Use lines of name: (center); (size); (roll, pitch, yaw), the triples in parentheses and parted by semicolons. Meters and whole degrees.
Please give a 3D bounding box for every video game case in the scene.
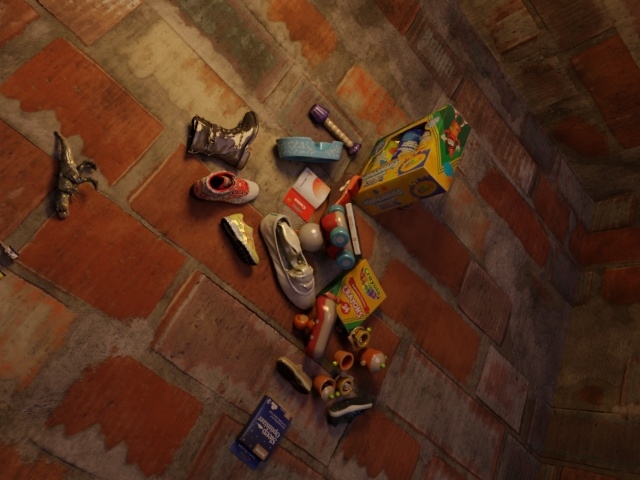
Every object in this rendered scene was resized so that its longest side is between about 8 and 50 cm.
video game case: (0.141, -0.040, 1.974); (0.026, 0.227, 0.206); (-11, 86, 6)

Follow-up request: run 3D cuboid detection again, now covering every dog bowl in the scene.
dog bowl: (-0.042, -0.362, 1.919); (0.297, 0.166, 0.074); (-1, 93, -38)

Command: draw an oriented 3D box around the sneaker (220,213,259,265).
sneaker: (-0.269, -0.008, 1.717); (0.094, 0.081, 0.208); (-35, 101, -39)

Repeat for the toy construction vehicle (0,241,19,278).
toy construction vehicle: (-0.870, 0.047, 1.284); (0.086, 0.035, 0.098); (-47, 106, -22)

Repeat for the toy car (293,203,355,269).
toy car: (0.000, 0.000, 1.876); (0.219, 0.238, 0.210); (-93, 169, -57)

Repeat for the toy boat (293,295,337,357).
toy boat: (-0.029, 0.320, 1.802); (0.151, 0.151, 0.231); (18, 88, 9)

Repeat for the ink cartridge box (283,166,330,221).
ink cartridge box: (-0.054, -0.189, 1.941); (0.145, 0.045, 0.179); (42, 56, -22)

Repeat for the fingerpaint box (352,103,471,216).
fingerpaint box: (0.375, -0.334, 2.042); (0.163, 0.445, 0.371); (40, 60, -23)

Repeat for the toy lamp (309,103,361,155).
toy lamp: (0.062, -0.483, 2.071); (0.275, 0.080, 0.080); (42, 58, -25)

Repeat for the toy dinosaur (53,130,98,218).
toy dinosaur: (-0.731, -0.199, 1.422); (0.118, 0.064, 0.268); (2, 76, -30)

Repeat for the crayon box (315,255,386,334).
crayon box: (0.147, 0.218, 1.983); (0.318, 0.081, 0.202); (-39, 104, -36)

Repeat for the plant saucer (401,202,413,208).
plant saucer: (0.387, -0.232, 2.292); (0.169, 0.029, 0.168); (9, 76, -36)

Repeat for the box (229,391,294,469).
box: (-0.200, 0.664, 1.656); (0.136, 0.037, 0.225); (49, 57, -19)

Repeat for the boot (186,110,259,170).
boot: (-0.355, -0.397, 1.727); (0.229, 0.091, 0.262); (23, 70, -32)

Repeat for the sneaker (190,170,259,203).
sneaker: (-0.307, -0.187, 1.683); (0.270, 0.145, 0.090); (-4, 83, -38)

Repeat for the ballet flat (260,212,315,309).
ballet flat: (-0.104, 0.081, 1.790); (0.139, 0.139, 0.400); (-29, 98, -37)

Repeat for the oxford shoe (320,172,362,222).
oxford shoe: (0.069, -0.174, 2.017); (0.271, 0.098, 0.097); (-53, 150, -19)

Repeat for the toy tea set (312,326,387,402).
toy tea set: (0.129, 0.506, 1.841); (0.336, 0.124, 0.200); (-46, 126, -22)

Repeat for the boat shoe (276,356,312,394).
boat shoe: (-0.094, 0.486, 1.762); (0.190, 0.068, 0.072); (57, 41, -26)

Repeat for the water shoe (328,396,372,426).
water shoe: (0.114, 0.678, 1.881); (0.203, 0.073, 0.080); (0, 102, -33)
